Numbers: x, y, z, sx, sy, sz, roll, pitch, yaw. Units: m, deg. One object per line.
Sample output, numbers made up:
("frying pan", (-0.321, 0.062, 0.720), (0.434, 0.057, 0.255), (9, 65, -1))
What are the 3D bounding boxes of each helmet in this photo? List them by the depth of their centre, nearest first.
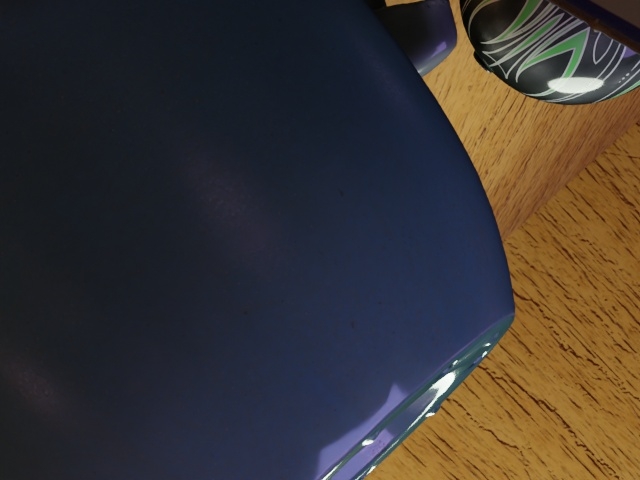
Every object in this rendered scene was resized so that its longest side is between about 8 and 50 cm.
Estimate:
("helmet", (0.172, -0.169, 1.167), (0.169, 0.169, 0.161), (-43, -174, -4))

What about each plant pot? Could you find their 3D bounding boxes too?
("plant pot", (-0.058, 0.013, 0.805), (0.293, 0.235, 0.293), (-41, 170, -9))

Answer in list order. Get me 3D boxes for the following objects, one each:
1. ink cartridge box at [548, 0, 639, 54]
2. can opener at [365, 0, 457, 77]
("ink cartridge box", (0.225, -0.152, 0.621), (0.307, 0.072, 0.303), (-42, -154, 2))
("can opener", (0.099, -0.151, 0.959), (0.280, 0.093, 0.074), (-20, 175, 36))
